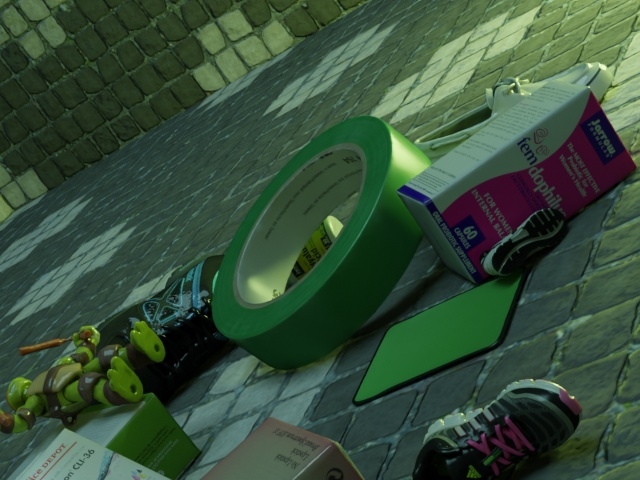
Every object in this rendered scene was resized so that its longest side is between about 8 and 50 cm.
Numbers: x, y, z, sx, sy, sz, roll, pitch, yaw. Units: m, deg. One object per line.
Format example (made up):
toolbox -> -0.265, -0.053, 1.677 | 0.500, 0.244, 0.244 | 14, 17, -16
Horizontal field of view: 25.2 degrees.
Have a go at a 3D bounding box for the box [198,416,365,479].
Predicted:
box -> -0.063, 0.269, 1.142 | 0.232, 0.127, 0.149 | -41, 16, -17

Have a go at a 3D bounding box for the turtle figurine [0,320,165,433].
turtle figurine -> -0.296, 0.173, 1.646 | 0.217, 0.087, 0.269 | -17, 14, 31

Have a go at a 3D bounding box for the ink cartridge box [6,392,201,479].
ink cartridge box -> -0.285, 0.298, 1.604 | 0.189, 0.097, 0.255 | -18, 25, 48

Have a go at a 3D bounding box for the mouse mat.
mouse mat -> 0.123, 0.098, 1.476 | 0.190, 0.007, 0.152 | -28, 17, 32

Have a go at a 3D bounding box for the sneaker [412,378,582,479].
sneaker -> 0.136, 0.166, 1.141 | 0.170, 0.063, 0.075 | -29, 16, 43

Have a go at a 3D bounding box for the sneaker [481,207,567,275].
sneaker -> 0.211, 0.001, 1.499 | 0.109, 0.040, 0.044 | -31, 2, -22

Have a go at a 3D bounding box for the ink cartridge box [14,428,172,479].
ink cartridge box -> -0.243, 0.269, 1.446 | 0.198, 0.067, 0.115 | 20, 47, 24

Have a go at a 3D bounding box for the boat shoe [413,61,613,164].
boat shoe -> 0.243, -0.164, 1.837 | 0.268, 0.088, 0.096 | -30, 16, 22

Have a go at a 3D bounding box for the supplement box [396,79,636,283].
supplement box -> 0.212, -0.067, 1.561 | 0.220, 0.111, 0.114 | -36, 15, -5

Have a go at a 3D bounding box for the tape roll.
tape roll -> 0.000, 0.000, 1.723 | 0.321, 0.077, 0.321 | -41, 26, 26

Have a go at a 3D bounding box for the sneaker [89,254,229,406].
sneaker -> -0.193, 0.117, 1.885 | 0.140, 0.125, 0.341 | -18, 25, 46

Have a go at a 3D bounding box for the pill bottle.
pill bottle -> -0.018, 0.022, 1.897 | 0.116, 0.065, 0.065 | -32, 16, 17
